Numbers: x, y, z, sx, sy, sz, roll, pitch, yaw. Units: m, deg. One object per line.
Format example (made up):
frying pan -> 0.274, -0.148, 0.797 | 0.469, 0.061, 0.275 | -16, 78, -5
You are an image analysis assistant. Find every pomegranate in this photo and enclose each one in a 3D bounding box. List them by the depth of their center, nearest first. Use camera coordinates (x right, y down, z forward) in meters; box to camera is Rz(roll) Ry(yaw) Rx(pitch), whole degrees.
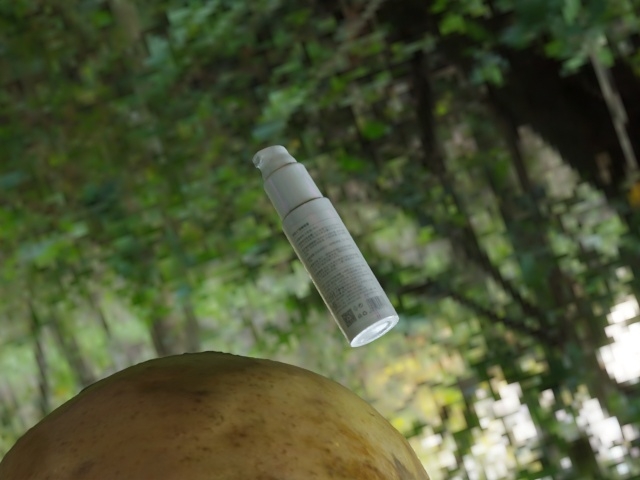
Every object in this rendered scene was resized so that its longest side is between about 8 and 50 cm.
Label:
pomegranate -> -0.054, 0.211, 1.014 | 0.322, 0.322, 0.322 | -19, -179, 0

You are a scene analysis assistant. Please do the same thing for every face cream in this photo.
face cream -> 0.000, 0.000, 1.093 | 0.034, 0.130, 0.034 | -28, 163, -9
